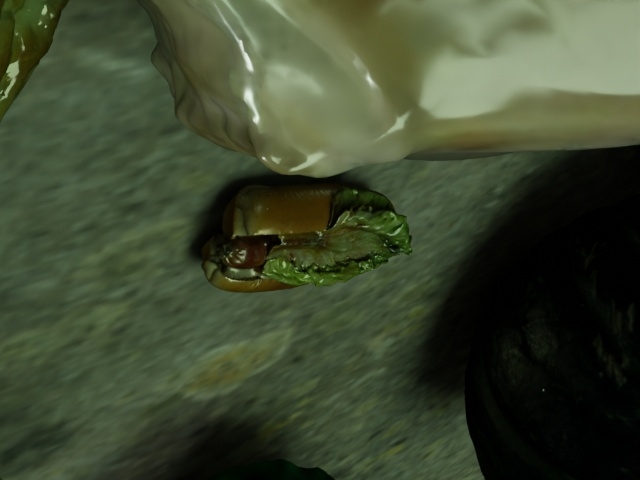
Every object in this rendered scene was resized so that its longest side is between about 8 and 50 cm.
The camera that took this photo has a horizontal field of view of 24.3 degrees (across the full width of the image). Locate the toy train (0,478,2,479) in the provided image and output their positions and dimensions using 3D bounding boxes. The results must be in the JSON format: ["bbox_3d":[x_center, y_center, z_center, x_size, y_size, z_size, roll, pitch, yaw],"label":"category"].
[{"bbox_3d":[-0.160,0.223,0.474,0.307,0.249,0.173,-39,148,-21],"label":"toy train"}]

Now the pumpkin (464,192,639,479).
[{"bbox_3d":[0.203,0.071,0.874,0.250,0.216,0.250,-7,141,-5],"label":"pumpkin"}]

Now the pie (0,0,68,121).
[{"bbox_3d":[-0.105,-0.064,0.332,0.240,0.054,0.240,19,90,-77],"label":"pie"}]

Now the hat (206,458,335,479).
[{"bbox_3d":[-0.061,0.291,0.711,0.332,0.274,0.242,-39,157,0],"label":"hat"}]

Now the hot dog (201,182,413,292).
[{"bbox_3d":[0.000,0.000,0.650,0.133,0.041,0.056,-6,131,-53],"label":"hot dog"}]

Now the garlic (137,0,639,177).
[{"bbox_3d":[0.083,-0.178,0.452,0.246,0.231,0.340,14,99,-16],"label":"garlic"}]
